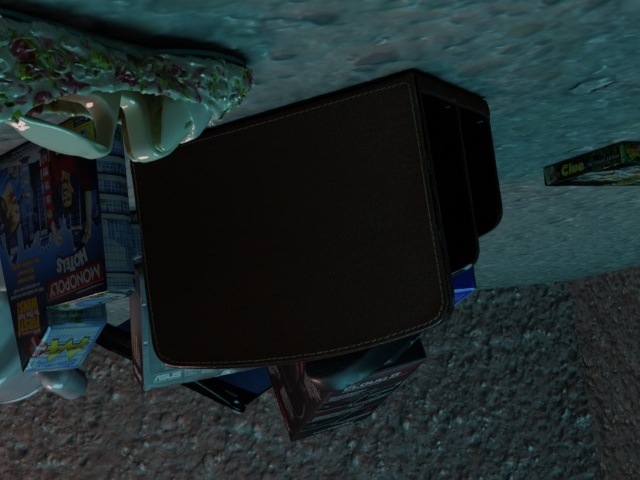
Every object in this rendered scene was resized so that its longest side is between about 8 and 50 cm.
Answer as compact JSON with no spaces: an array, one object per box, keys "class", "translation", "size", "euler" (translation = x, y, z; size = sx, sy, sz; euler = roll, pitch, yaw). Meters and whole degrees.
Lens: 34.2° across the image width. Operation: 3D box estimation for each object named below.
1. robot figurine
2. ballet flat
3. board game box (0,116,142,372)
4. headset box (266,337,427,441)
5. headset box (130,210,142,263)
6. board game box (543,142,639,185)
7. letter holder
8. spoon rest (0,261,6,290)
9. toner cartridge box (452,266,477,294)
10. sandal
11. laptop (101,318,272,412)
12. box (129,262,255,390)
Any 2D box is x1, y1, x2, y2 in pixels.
[{"class":"robot figurine","translation":[-0.436,0.109,1.354],"size":[0.300,0.200,0.353],"euler":[37,170,6]},{"class":"ballet flat","translation":[-0.134,-0.089,0.668],"size":[0.091,0.077,0.241],"euler":[-15,170,40]},{"class":"board game box","translation":[-0.212,0.010,0.882],"size":[0.060,0.194,0.194],"euler":[0,170,-43]},{"class":"headset box","translation":[0.006,0.083,1.185],"size":[0.110,0.218,0.293],"euler":[-14,160,-18]},{"class":"headset box","translation":[-0.234,-0.003,1.273],"size":[0.083,0.062,0.032],"euler":[-6,172,-15]},{"class":"board game box","translation":[0.430,-0.097,1.353],"size":[0.259,0.030,0.136],"euler":[-2,169,-34]},{"class":"letter holder","translation":[0.000,0.000,0.938],"size":[0.301,0.215,0.152],"euler":[-12,171,30]},{"class":"spoon rest","translation":[-0.358,-0.014,1.034],"size":[0.137,0.084,0.276],"euler":[-6,165,7]},{"class":"toner cartridge box","translation":[0.121,-0.003,1.238],"size":[0.075,0.165,0.348],"euler":[-8,173,2]},{"class":"sandal","translation":[0.078,0.060,0.955],"size":[0.097,0.054,0.254],"euler":[-10,-156,42]},{"class":"laptop","translation":[-0.228,0.096,1.670],"size":[0.382,0.236,0.408],"euler":[16,162,41]},{"class":"box","translation":[-0.133,0.091,1.374],"size":[0.231,0.183,0.056],"euler":[-10,-150,-22]}]
